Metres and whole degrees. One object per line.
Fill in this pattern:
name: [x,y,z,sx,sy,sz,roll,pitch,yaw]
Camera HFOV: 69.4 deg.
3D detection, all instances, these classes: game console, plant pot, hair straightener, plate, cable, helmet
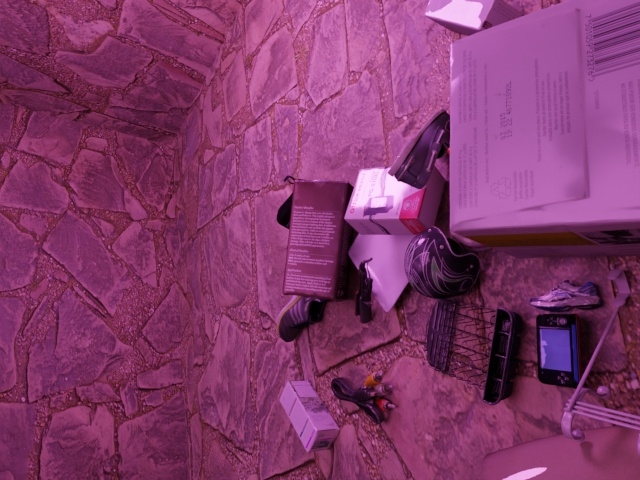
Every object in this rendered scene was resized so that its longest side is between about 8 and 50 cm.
game console: [0.467,0.216,0.909,0.124,0.085,0.144,-11,73,54]
plant pot: [0.459,0.422,0.760,0.274,0.256,0.257,-41,48,23]
hair straightener: [0.142,0.155,1.368,0.089,0.047,0.231,-129,36,-52]
plate: [0.213,0.021,1.365,0.278,0.045,0.277,-61,38,27]
cable: [0.130,0.471,1.398,0.287,0.072,0.140,-34,72,62]
helmet: [0.283,0.056,1.124,0.169,0.161,0.170,-166,90,-73]

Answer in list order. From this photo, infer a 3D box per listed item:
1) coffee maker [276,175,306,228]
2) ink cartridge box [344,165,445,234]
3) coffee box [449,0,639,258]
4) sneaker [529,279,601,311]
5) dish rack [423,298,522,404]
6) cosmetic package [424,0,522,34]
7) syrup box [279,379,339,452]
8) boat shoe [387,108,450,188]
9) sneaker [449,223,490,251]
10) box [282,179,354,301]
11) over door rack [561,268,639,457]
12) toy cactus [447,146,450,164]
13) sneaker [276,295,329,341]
coffee maker: [-0.093,-0.141,1.749,0.171,0.120,0.178,43,129,-1]
ink cartridge box: [0.202,-0.111,1.278,0.237,0.100,0.172,1,64,41]
coffee box: [0.441,-0.157,0.763,0.337,0.334,0.339,-4,78,41]
sneaker: [0.493,0.112,0.936,0.135,0.052,0.058,-14,61,46]
dish rack: [0.342,0.243,1.096,0.271,0.074,0.209,9,89,56]
cosmetic package: [0.387,-0.580,1.189,0.231,0.117,0.086,48,123,48]
syrup box: [-0.041,0.587,1.560,0.237,0.093,0.097,46,120,50]
boat shoe: [0.278,-0.232,1.183,0.099,0.319,0.116,37,138,7]
sneaker: [0.398,-0.030,1.044,0.252,0.111,0.103,-21,66,52]
box: [0.000,0.000,1.533,0.190,0.143,0.382,5,86,20]
over door rack: [0.550,0.198,0.713,0.239,0.108,0.324,-4,45,55]
toy cactus: [0.359,-0.136,1.131,0.219,0.111,0.181,-107,23,-46]
sneaker: [-0.065,0.268,1.664,0.121,0.110,0.300,55,129,41]
